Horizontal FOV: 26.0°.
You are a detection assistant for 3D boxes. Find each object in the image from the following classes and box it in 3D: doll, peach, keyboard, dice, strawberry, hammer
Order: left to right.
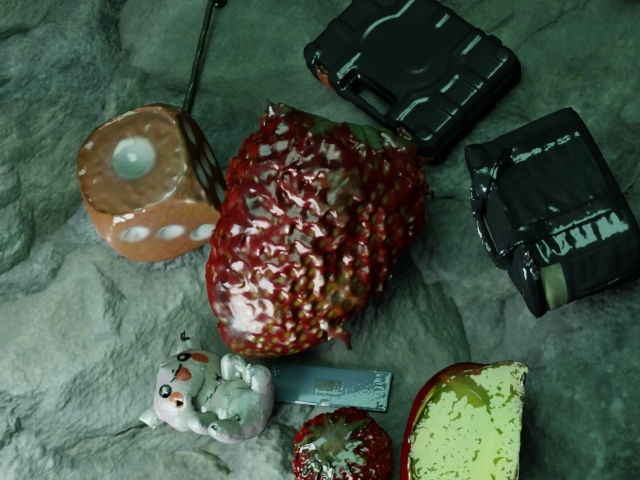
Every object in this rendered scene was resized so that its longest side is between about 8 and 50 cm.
[{"bbox_3d":[-0.243,-0.081,2.027,0.174,0.179,0.175,-23,64,7],"label":"dice"},{"bbox_3d":[-0.197,-0.275,2.180,0.029,0.058,0.292,2,71,27],"label":"hammer"},{"bbox_3d":[-0.151,0.210,1.899,0.192,0.095,0.149,17,66,28],"label":"doll"},{"bbox_3d":[0.001,0.000,1.866,0.292,0.292,0.343,7,86,23],"label":"strawberry"},{"bbox_3d":[0.011,0.200,1.890,0.176,0.014,0.055,2,67,21],"label":"keyboard"},{"bbox_3d":[0.025,0.284,1.804,0.145,0.086,0.145,-8,62,15],"label":"strawberry"},{"bbox_3d":[0.177,0.287,1.708,0.158,0.154,0.267,0,75,10],"label":"peach"}]

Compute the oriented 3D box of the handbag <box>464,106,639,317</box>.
[{"bbox_3d":[0.295,-0.032,1.806,0.181,0.181,0.254,-20,59,2],"label":"handbag"}]

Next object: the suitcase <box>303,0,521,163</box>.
[{"bbox_3d":[0.133,-0.261,2.038,0.206,0.066,0.285,-46,59,-6],"label":"suitcase"}]
